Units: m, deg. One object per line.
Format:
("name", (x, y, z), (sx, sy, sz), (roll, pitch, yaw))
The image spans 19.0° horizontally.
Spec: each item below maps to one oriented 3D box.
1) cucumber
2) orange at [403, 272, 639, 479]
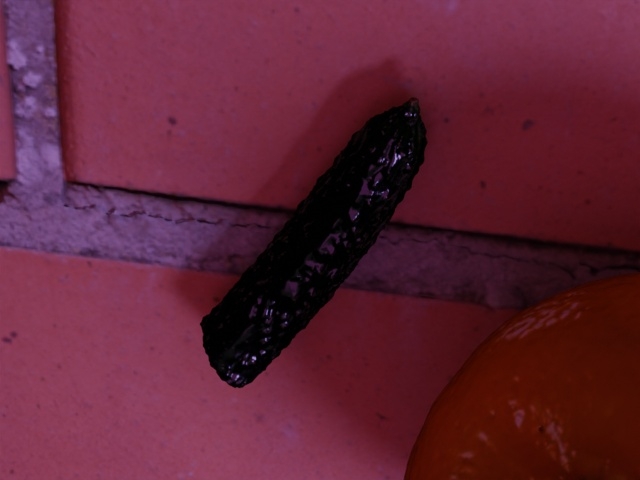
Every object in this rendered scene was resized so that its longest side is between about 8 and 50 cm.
("cucumber", (0.002, 0.001, 1.529), (0.072, 0.072, 0.300), (35, 120, -9))
("orange", (0.244, 0.224, 1.406), (0.424, 0.424, 0.326), (-27, 150, 24))
